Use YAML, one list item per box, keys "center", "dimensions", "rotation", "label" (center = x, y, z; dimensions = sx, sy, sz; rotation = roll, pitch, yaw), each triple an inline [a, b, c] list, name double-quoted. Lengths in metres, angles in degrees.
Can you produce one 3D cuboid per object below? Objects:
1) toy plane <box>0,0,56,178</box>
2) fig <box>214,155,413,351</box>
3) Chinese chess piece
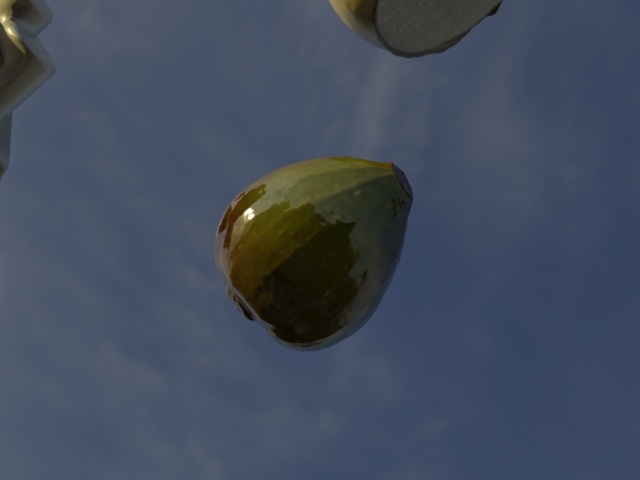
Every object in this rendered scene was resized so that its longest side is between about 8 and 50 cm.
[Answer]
- center: [-0.207, -0.106, 0.851]
  dimensions: [0.245, 0.244, 0.117]
  rotation: [-2, -22, 30]
  label: "toy plane"
- center: [0.000, 0.000, 0.719]
  dimensions: [0.088, 0.074, 0.074]
  rotation: [-40, -78, 0]
  label: "fig"
- center: [0.057, -0.153, 0.922]
  dimensions: [0.051, 0.122, 0.122]
  rotation: [46, -42, 28]
  label: "Chinese chess piece"
